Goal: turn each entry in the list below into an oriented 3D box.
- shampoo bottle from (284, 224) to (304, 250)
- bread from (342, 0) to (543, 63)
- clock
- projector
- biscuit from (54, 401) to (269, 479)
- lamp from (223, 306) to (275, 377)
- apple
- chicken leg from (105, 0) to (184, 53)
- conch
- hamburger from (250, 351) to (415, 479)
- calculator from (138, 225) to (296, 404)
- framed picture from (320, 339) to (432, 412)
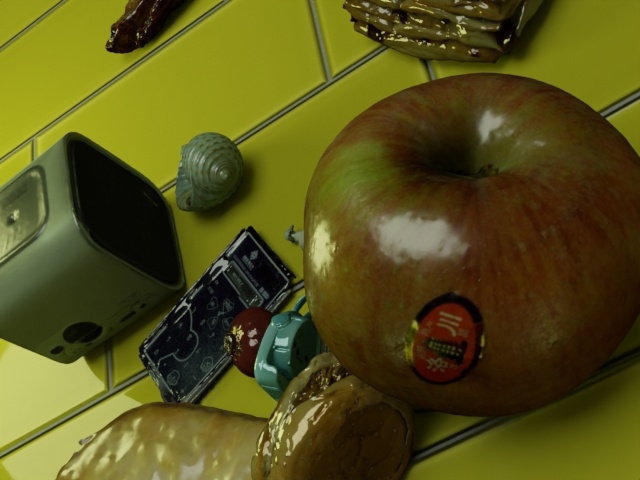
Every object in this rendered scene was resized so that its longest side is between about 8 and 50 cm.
[{"bbox_3d":[0.000,0.000,1.696,0.141,0.034,0.049,8,76,44],"label":"shampoo bottle"},{"bbox_3d":[0.183,-0.410,1.692,0.325,0.167,0.277,20,79,46],"label":"bread"},{"bbox_3d":[-0.036,0.143,1.591,0.045,0.108,0.147,6,64,27],"label":"clock"},{"bbox_3d":[-0.396,0.017,1.865,0.249,0.249,0.248,-34,48,20],"label":"projector"},{"bbox_3d":[-0.227,0.425,1.582,0.446,0.104,0.429,4,67,39],"label":"biscuit"},{"bbox_3d":[-0.090,0.143,1.644,0.101,0.090,0.101,175,90,-65],"label":"lamp"},{"bbox_3d":[0.172,0.013,1.331,0.400,0.333,0.400,-5,46,5],"label":"apple"},{"bbox_3d":[-0.298,-0.483,2.215,0.322,0.083,0.177,-49,29,9],"label":"chicken leg"},{"bbox_3d":[-0.179,-0.104,1.862,0.153,0.102,0.135,-157,88,-78],"label":"conch"},{"bbox_3d":[0.018,0.243,1.417,0.108,0.214,0.213,31,87,47],"label":"hamburger"},{"bbox_3d":[-0.158,0.118,1.761,0.274,0.028,0.165,-49,44,6],"label":"calculator"},{"bbox_3d":[0.102,0.138,1.532,0.260,0.023,0.189,-12,58,35],"label":"framed picture"}]
